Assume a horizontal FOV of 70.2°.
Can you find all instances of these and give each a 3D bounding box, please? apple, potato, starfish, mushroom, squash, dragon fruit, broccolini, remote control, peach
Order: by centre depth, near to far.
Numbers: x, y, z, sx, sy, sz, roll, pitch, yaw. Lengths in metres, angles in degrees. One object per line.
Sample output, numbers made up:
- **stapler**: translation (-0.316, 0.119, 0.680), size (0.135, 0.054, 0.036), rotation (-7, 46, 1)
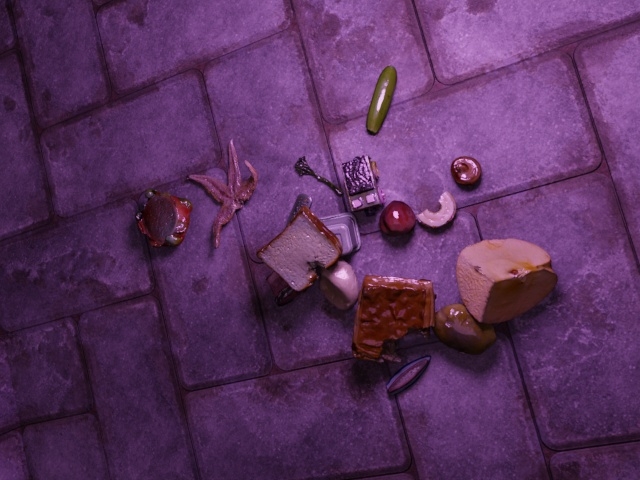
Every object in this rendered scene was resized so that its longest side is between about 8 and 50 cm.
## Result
- **apple**: translation (0.690, 0.137, 1.689), size (0.310, 0.252, 0.313), rotation (-13, 81, -21)
- **potato**: translation (0.553, 0.346, 1.770), size (0.228, 0.149, 0.197), rotation (45, 129, 6)
- **mushroom**: translation (0.574, -0.276, 1.807), size (0.110, 0.085, 0.126), rotation (-4, 71, -13)
- **peach**: translation (0.306, -0.092, 1.853), size (0.152, 0.152, 0.151), rotation (0, 89, 15)
- **squash**: translation (0.255, -0.588, 1.899), size (0.082, 0.082, 0.292), rotation (18, 94, 15)
- **broccolini**: translation (-0.010, -0.276, 1.984), size (0.254, 0.058, 0.071), rotation (38, 141, 16)
- **remote control**: translation (-0.101, -0.100, 2.011), size (0.072, 0.042, 0.221), rotation (23, 94, 13)
- **starfish**: translation (-0.430, -0.229, 2.062), size (0.398, 0.132, 0.383), rotation (-44, 71, 24)
- **dragon fruit**: translation (-0.732, -0.104, 2.138), size (0.269, 0.130, 0.294), rotation (-20, 84, 14)

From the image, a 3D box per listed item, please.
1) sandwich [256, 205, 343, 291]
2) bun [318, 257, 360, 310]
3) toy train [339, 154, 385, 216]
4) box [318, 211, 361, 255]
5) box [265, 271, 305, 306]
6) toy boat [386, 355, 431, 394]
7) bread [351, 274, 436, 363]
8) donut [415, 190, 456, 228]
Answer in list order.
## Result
- **sandwich**: translation (-0.069, 0.042, 1.764), size (0.273, 0.095, 0.249), rotation (-44, 91, 16)
- **bun**: translation (0.085, 0.170, 1.882), size (0.229, 0.229, 0.145), rotation (45, 60, 12)
- **toy train**: translation (0.180, -0.230, 1.865), size (0.134, 0.177, 0.260), rotation (-15, 84, 15)
- **box**: translation (0.000, 0.000, 1.886), size (0.312, 0.182, 0.175), rotation (-10, 99, 12)
- **box**: translation (-0.153, 0.190, 1.971), size (0.151, 0.151, 0.135), rotation (-39, 71, 12)
- **toy boat**: translation (0.366, 0.550, 1.873), size (0.229, 0.046, 0.080), rotation (-43, 74, 13)
- **bread**: translation (0.293, 0.308, 1.826), size (0.315, 0.191, 0.369), rotation (5, 102, 10)
- **donut**: translation (0.480, -0.110, 1.839), size (0.166, 0.065, 0.108), rotation (-39, 80, 11)
